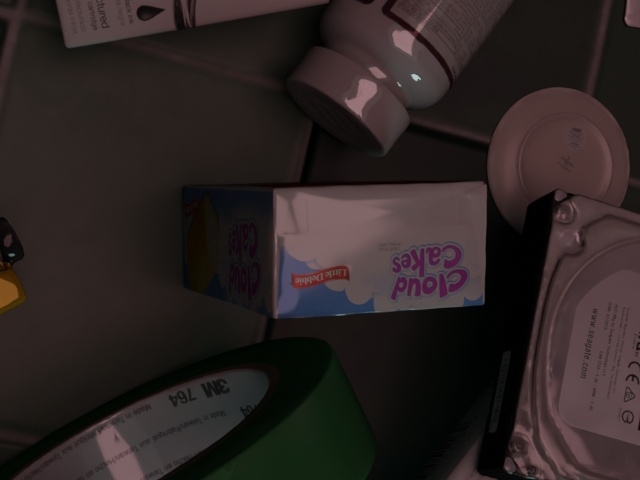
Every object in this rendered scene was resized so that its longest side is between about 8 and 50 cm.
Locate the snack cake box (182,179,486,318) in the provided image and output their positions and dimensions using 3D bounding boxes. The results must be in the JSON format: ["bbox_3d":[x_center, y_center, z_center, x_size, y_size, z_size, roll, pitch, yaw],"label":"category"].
[{"bbox_3d":[0.000,0.000,1.036,0.152,0.264,0.089,-1,92,-18],"label":"snack cake box"}]

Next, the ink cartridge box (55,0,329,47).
[{"bbox_3d":[-0.101,-0.236,1.050,0.203,0.086,0.148,-10,103,3],"label":"ink cartridge box"}]

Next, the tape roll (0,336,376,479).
[{"bbox_3d":[-0.120,0.175,0.971,0.321,0.321,0.077,-28,101,-15],"label":"tape roll"}]

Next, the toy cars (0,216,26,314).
[{"bbox_3d":[-0.388,-0.059,1.005,0.394,0.087,0.176,24,79,-14],"label":"toy cars"}]

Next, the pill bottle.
[{"bbox_3d":[0.075,-0.184,1.130,0.121,0.121,0.221,39,80,-15],"label":"pill bottle"}]

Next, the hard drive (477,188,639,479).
[{"bbox_3d":[0.311,0.117,1.139,0.339,0.064,0.236,18,74,-13],"label":"hard drive"}]

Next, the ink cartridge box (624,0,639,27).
[{"bbox_3d":[0.371,-0.232,1.258,0.180,0.060,0.104,5,90,-18],"label":"ink cartridge box"}]

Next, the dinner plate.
[{"bbox_3d":[0.214,-0.065,1.236,0.141,0.017,0.141,0,90,-19],"label":"dinner plate"}]

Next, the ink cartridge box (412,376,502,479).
[{"bbox_3d":[0.280,0.259,1.179,0.385,0.091,0.308,43,70,-5],"label":"ink cartridge box"}]
